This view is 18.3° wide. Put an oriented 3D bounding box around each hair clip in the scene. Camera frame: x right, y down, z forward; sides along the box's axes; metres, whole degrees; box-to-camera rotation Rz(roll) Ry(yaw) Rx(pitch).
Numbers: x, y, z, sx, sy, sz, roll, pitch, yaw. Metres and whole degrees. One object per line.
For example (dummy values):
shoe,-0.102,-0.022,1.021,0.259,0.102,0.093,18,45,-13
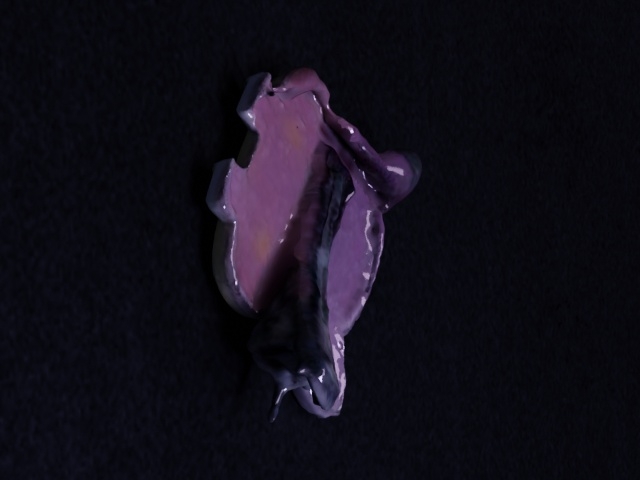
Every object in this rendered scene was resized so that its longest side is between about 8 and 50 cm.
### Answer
hair clip,-0.007,0.002,0.981,0.146,0.056,0.187,49,39,-44
